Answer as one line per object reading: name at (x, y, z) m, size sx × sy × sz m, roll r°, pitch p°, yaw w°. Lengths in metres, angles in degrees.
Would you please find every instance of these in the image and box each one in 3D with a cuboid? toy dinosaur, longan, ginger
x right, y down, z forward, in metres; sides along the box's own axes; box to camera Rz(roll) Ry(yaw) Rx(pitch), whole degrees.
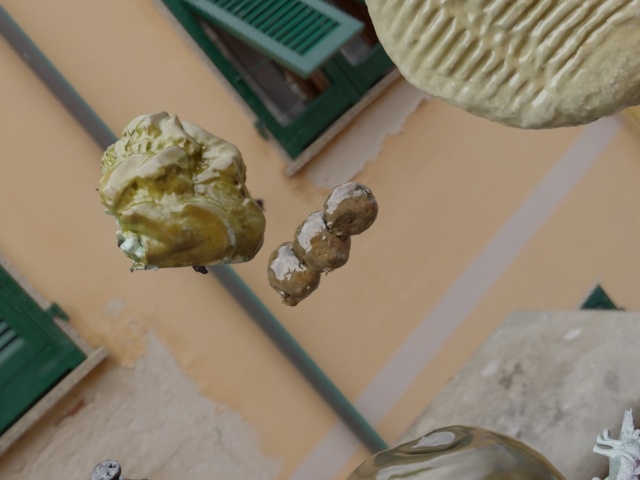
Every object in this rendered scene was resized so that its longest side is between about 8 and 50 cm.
toy dinosaur at (0.374, 0.284, 1.022) m, size 0.082 × 0.039 × 0.209 m, roll -5°, pitch 33°, yaw 36°
longan at (0.185, 0.397, 1.126) m, size 0.350 × 0.288 × 0.288 m, roll -4°, pitch -1°, yaw -19°
ginger at (0.000, 0.000, 1.160) m, size 0.204 × 0.080 × 0.104 m, roll -45°, pitch 40°, yaw 27°

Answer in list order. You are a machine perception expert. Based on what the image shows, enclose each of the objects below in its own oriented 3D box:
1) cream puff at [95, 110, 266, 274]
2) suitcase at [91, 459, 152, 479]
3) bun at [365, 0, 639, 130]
cream puff at (-0.117, -0.039, 0.683) m, size 0.121 × 0.156 × 0.156 m, roll -20°, pitch 12°, yaw 1°
suitcase at (-0.036, 0.139, 0.311) m, size 0.126 × 0.086 × 0.059 m, roll 5°, pitch 38°, yaw 23°
bun at (0.140, -0.183, 0.514) m, size 0.220 × 0.220 × 0.134 m, roll -33°, pitch 14°, yaw 32°
